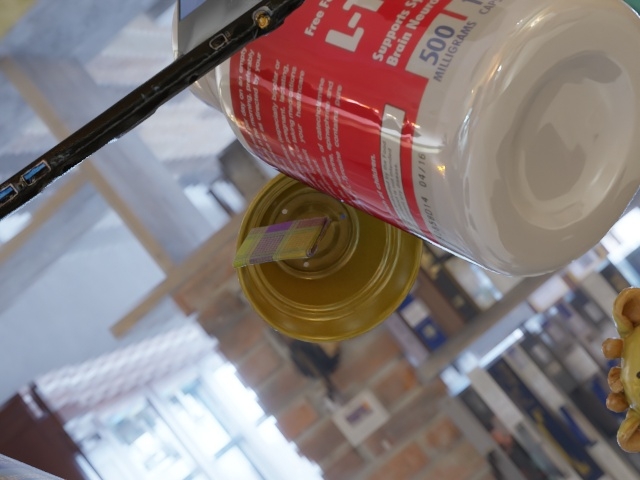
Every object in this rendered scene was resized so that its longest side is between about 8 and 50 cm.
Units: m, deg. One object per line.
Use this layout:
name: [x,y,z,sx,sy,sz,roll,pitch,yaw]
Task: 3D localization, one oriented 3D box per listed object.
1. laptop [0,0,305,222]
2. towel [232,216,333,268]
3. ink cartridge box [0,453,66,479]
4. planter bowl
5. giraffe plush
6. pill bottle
laptop: [-0.098,-0.115,0.609,0.264,0.136,0.234,-37,8,-14]
towel: [-0.034,0.002,1.337,0.083,0.009,0.060,-9,31,27]
ink cartridge box: [-0.174,0.299,0.947,0.151,0.395,0.270,31,-101,-75]
planter bowl: [0.000,0.000,1.707,0.217,0.217,0.090,-39,22,-3]
giraffe plush: [0.318,0.095,1.193,0.170,0.181,0.210,-5,-17,-11]
pill bottle: [0.060,-0.138,1.254,0.229,0.407,0.229,-19,-60,-35]
